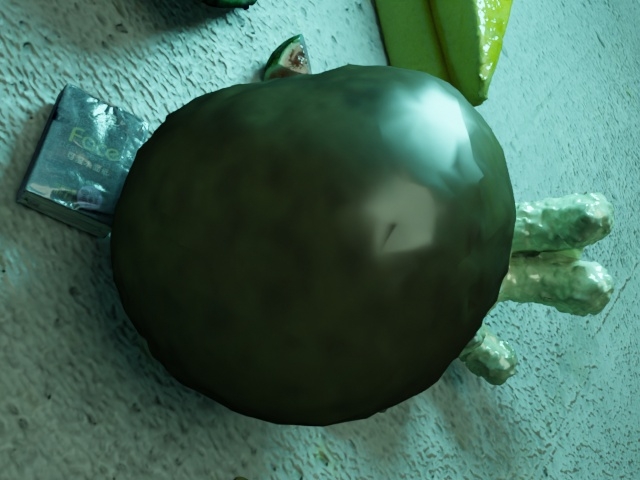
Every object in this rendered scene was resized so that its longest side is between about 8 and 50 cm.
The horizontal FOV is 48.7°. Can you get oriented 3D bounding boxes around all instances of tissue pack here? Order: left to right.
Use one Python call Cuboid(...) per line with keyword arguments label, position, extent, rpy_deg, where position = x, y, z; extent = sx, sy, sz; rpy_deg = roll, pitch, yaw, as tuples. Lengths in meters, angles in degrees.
Cuboid(label="tissue pack", position=(-0.280, -0.095, 0.844), extent=(0.112, 0.051, 0.156), rpy_deg=(26, 58, -30))

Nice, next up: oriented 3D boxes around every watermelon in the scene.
Cuboid(label="watermelon", position=(-0.044, -0.277, 1.103), extent=(0.072, 0.084, 0.092), rpy_deg=(49, 61, -29))

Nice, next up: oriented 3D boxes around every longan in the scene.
Cuboid(label="longan", position=(-0.005, 0.007, 0.789), extent=(0.404, 0.435, 0.404), rpy_deg=(-1, 90, -82))

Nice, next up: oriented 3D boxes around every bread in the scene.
Cuboid(label="bread", position=(0.193, -0.411, 1.254), extent=(0.245, 0.233, 0.362), rpy_deg=(33, 55, -28))

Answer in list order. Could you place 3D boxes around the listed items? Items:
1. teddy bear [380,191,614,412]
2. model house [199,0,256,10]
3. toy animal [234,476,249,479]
Cuboid(label="teddy bear", position=(0.238, 0.100, 1.049), extent=(0.362, 0.375, 0.327), rpy_deg=(-54, 140, -57))
Cuboid(label="model house", position=(-0.183, -0.499, 0.989), extent=(0.284, 0.243, 0.298), rpy_deg=(29, 25, 0))
Cuboid(label="toy animal", position=(-0.050, 0.347, 0.864), extent=(0.098, 0.137, 0.098), rpy_deg=(-50, 150, -45))
